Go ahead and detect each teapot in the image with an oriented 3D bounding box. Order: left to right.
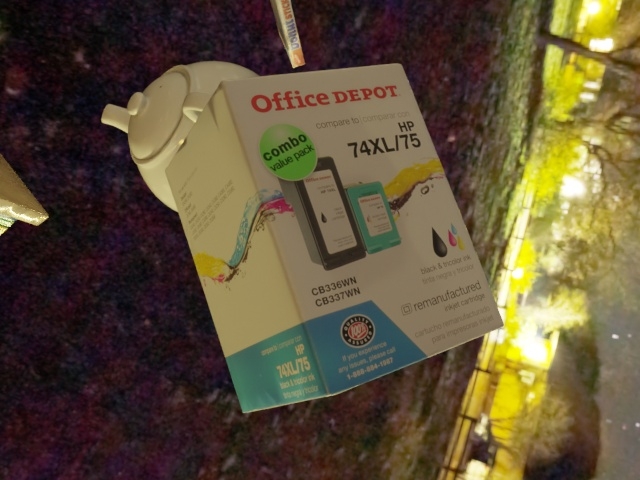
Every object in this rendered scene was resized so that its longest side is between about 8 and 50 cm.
[{"bbox_3d":[-0.183,-0.158,0.912,0.187,0.256,0.252,25,36,-41],"label":"teapot"}]

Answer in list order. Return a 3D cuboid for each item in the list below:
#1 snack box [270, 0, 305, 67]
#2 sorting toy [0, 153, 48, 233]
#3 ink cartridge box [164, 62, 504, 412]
[{"bbox_3d":[-0.052,-0.313,0.883,0.178,0.022,0.064,70,-2,-73],"label":"snack box"},{"bbox_3d":[-0.552,-0.122,0.904,0.089,0.255,0.257,-41,171,-2],"label":"sorting toy"},{"bbox_3d":[0.000,0.000,0.623,0.198,0.197,0.269,-15,80,-30],"label":"ink cartridge box"}]
